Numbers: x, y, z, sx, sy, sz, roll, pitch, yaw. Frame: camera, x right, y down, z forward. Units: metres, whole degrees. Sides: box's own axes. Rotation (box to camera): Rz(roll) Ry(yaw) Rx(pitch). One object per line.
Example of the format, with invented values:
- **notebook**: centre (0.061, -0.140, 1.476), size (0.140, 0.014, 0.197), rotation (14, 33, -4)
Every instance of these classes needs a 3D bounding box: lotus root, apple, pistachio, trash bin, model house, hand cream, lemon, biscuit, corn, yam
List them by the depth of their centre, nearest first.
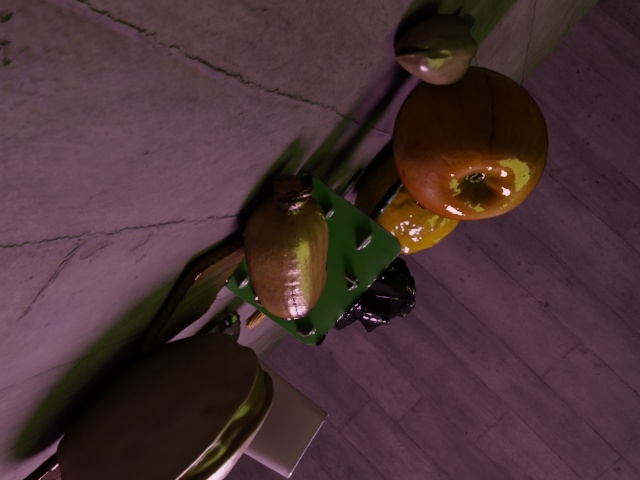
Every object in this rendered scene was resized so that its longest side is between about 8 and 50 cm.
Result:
- **pistachio**: centre (0.179, -0.299, 1.034), size (0.185, 0.126, 0.109), rotation (-27, 120, -63)
- **lotus root**: centre (-0.058, 0.017, 1.132), size (0.146, 0.130, 0.304), rotation (-49, 149, -43)
- **biscuit**: centre (-0.220, 0.094, 1.180), size (0.255, 0.029, 0.172), rotation (-52, 171, 36)
- **apple**: centre (0.268, -0.170, 1.188), size (0.286, 0.285, 0.233), rotation (-52, -148, 39)
- **pistachio**: centre (-0.287, 0.352, 1.227), size (0.445, 0.282, 0.365), rotation (-34, -156, 2)
- **hand cream**: centre (0.239, -0.356, 1.239), size (0.095, 0.046, 0.175), rotation (-46, 174, -19)
- **model house**: centre (0.018, -0.028, 1.351), size (0.358, 0.242, 0.313), rotation (-53, -174, 35)
- **yam**: centre (0.075, -0.138, 1.604), size (0.107, 0.014, 0.014), rotation (-51, 171, 36)
- **trash bin**: centre (-0.168, 0.383, 1.625), size (0.296, 0.367, 0.256), rotation (-56, 174, -16)
- **lemon**: centre (0.228, -0.102, 1.718), size (0.315, 0.286, 0.285), rotation (-19, 177, 11)
- **corn**: centre (-0.189, 0.233, 2.022), size (0.092, 0.037, 0.037), rotation (-43, 172, -5)

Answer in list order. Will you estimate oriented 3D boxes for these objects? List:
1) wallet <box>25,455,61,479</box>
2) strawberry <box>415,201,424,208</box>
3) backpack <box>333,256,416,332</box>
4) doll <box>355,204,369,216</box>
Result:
- **wallet**: centre (-0.541, 0.469, 1.383), size (0.255, 0.031, 0.137), rotation (-40, 170, -37)
- **strawberry**: centre (0.313, -0.245, 1.458), size (0.291, 0.310, 0.292), rotation (-11, 170, -2)
- **backpack**: centre (0.130, 0.161, 2.158), size (0.445, 0.362, 0.255), rotation (-17, 119, -78)
- **doll**: centre (0.020, 0.049, 1.596), size (0.260, 0.162, 0.177), rotation (-23, 159, -2)
